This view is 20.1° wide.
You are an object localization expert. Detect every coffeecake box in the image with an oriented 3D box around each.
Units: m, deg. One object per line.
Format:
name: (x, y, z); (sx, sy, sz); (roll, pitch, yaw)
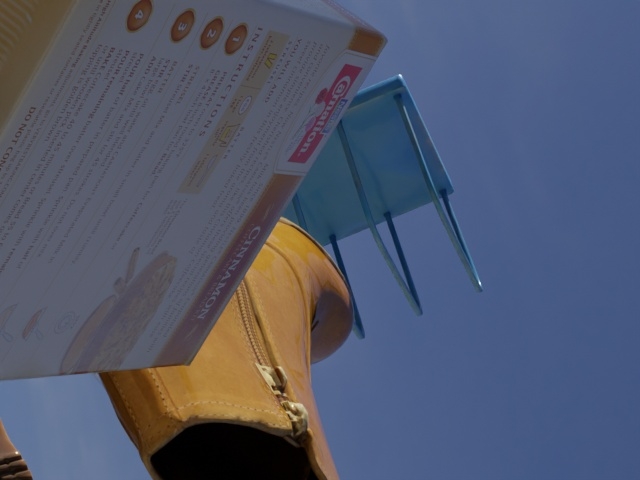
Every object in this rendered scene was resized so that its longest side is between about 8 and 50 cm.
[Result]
coffeecake box: (-0.075, -0.031, 0.568); (0.068, 0.185, 0.142); (37, -76, 22)

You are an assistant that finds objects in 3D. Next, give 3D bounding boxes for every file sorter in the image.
file sorter: (0.000, 0.000, 1.112); (0.118, 0.170, 0.104); (59, 11, -52)

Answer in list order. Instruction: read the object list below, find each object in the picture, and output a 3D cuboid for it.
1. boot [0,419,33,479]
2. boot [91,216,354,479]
boot: (-0.195, 0.143, 1.008); (0.085, 0.059, 0.158); (102, -27, -46)
boot: (-0.035, 0.074, 0.877); (0.104, 0.295, 0.211); (-41, -125, 12)
